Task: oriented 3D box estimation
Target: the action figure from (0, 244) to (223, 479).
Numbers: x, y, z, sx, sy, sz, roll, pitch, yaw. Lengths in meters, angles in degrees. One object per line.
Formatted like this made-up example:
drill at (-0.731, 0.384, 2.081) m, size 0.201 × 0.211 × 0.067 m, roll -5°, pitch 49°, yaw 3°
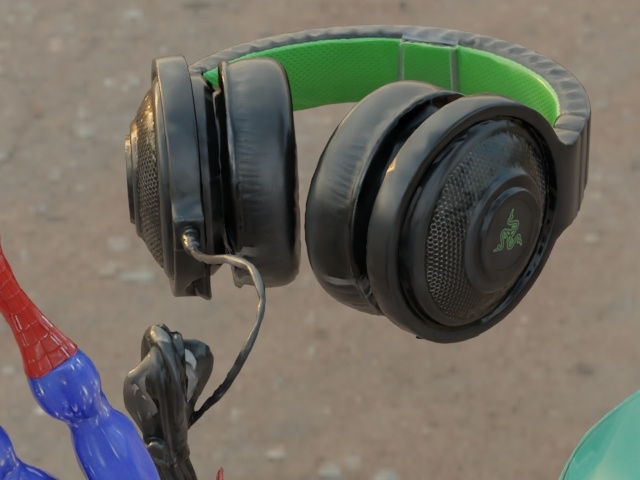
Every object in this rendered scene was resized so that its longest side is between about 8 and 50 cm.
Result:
action figure at (-0.094, 0.099, 0.804) m, size 0.091 × 0.280 × 0.139 m, roll -35°, pitch 26°, yaw -5°

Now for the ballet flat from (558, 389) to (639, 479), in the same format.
ballet flat at (0.151, 0.055, 0.508) m, size 0.077 × 0.241 × 0.091 m, roll 33°, pitch 58°, yaw -12°

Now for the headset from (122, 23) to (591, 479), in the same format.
headset at (0.000, 0.000, 1.039) m, size 0.243 × 0.185 × 0.394 m, roll 9°, pitch 27°, yaw 20°
